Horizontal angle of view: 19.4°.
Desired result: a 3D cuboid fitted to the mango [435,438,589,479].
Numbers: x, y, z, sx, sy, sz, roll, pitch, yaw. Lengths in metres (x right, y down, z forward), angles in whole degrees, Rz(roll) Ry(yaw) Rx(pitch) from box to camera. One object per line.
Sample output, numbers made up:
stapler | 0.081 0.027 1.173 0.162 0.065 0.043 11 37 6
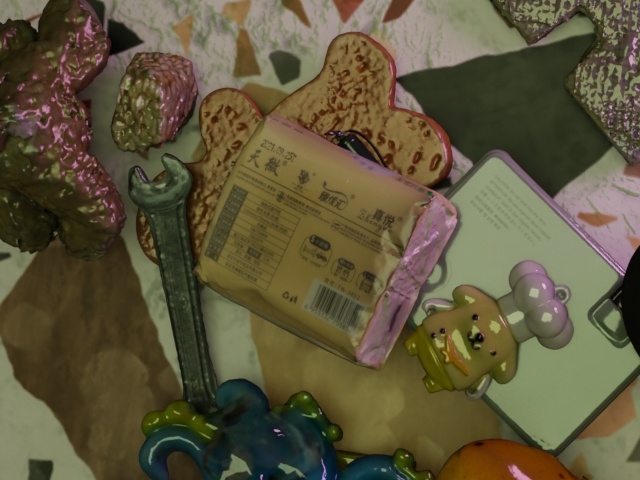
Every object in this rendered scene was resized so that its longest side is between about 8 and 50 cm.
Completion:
mango | 0.206 0.309 1.767 0.191 0.160 0.290 -44 105 -2

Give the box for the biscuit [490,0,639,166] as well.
biscuit | 0.283 -0.210 1.857 0.147 0.046 0.250 -38 84 5

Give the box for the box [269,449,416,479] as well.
box | 0.005 0.351 1.890 0.153 0.041 0.279 7 90 8

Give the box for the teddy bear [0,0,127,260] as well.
teddy bear | -0.325 -0.098 1.872 0.256 0.156 0.267 -13 83 47

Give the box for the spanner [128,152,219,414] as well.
spanner | -0.137 0.060 1.891 0.071 0.017 0.302 -9 102 9

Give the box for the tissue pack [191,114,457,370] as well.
tissue pack | 0.000 0.000 1.797 0.222 0.090 0.186 26 92 31

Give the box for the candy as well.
candy | -0.172 -0.140 1.893 0.085 0.110 0.095 7 106 7

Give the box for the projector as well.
projector | 0.201 0.060 1.839 0.256 0.099 0.192 45 96 7

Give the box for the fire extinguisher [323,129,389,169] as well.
fire extinguisher | 0.041 -0.082 1.852 0.038 0.025 0.083 -37 82 -31

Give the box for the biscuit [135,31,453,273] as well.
biscuit | -0.042 -0.072 1.899 0.324 0.049 0.205 -33 84 6

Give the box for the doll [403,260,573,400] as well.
doll | 0.162 0.084 1.764 0.162 0.062 0.106 -28 90 6

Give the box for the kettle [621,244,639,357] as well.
kettle | 0.412 0.072 1.751 0.144 0.232 0.202 19 110 50

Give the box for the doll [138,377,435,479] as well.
doll | -0.046 0.302 1.839 0.346 0.099 0.341 -12 76 -4
